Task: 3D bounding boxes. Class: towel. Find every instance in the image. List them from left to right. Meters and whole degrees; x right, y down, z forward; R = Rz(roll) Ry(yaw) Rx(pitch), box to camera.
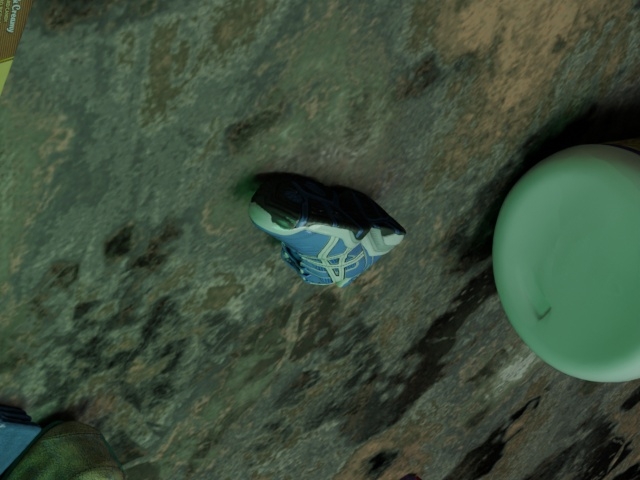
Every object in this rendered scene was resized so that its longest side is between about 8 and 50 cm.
[{"bbox_3d":[-0.288,0.183,1.385,0.119,0.029,0.067,-45,154,9],"label":"towel"}]

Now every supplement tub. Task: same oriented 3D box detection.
[{"bbox_3d":[0.364,0.007,1.774,0.331,0.241,0.241,-10,140,-48],"label":"supplement tub"}]

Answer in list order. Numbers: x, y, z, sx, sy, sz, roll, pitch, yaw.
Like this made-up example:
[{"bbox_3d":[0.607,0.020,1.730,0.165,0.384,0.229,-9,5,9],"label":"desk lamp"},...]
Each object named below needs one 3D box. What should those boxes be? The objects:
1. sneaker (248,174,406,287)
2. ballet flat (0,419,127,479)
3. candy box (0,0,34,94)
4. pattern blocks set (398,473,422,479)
[{"bbox_3d":[0.000,0.000,1.442,0.081,0.080,0.211,-52,152,13],"label":"sneaker"},{"bbox_3d":[-0.276,0.295,1.420,0.316,0.106,0.107,-54,148,-4],"label":"ballet flat"},{"bbox_3d":[-0.233,-0.113,0.975,0.109,0.053,0.186,-13,144,-43],"label":"candy box"},{"bbox_3d":[0.000,0.403,2.057,0.325,0.026,0.285,-43,167,0],"label":"pattern blocks set"}]
